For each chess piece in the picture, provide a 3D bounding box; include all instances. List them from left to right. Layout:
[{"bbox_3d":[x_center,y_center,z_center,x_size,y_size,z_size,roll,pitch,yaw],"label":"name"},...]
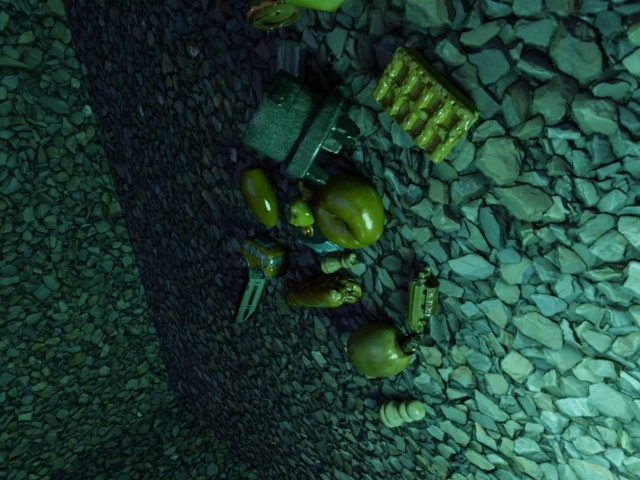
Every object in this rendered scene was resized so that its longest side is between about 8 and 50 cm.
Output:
[{"bbox_3d":[0.066,0.075,1.670,0.122,0.066,0.066,-15,100,36],"label":"chess piece"},{"bbox_3d":[0.296,0.606,1.707,0.170,0.094,0.094,-35,84,49],"label":"chess piece"}]

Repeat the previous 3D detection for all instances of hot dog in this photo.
[{"bbox_3d":[-0.002,0.178,1.753,0.348,0.158,0.117,-8,87,54],"label":"hot dog"}]

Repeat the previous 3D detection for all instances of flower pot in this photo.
[{"bbox_3d":[-0.042,-0.337,1.394,0.282,0.299,0.299,30,141,-8],"label":"flower pot"}]

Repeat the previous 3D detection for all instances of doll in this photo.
[{"bbox_3d":[-0.047,-0.122,1.641,0.143,0.135,0.221,47,137,33],"label":"doll"}]

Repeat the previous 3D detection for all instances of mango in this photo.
[{"bbox_3d":[-0.232,-0.168,1.845,0.138,0.113,0.254,-2,117,45],"label":"mango"}]

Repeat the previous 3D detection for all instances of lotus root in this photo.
[{"bbox_3d":[0.213,0.358,1.594,0.309,0.182,0.183,-21,95,51],"label":"lotus root"}]

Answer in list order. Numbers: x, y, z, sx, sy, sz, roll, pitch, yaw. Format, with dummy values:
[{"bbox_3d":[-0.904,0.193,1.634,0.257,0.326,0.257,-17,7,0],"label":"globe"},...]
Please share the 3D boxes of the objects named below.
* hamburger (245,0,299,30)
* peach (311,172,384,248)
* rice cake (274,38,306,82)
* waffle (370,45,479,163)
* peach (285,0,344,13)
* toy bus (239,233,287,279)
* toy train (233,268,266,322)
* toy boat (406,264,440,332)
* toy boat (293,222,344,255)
[{"bbox_3d":[-0.142,-0.700,1.389,0.175,0.175,0.137,-2,103,49],"label":"hamburger"},{"bbox_3d":[0.086,-0.085,1.492,0.251,0.153,0.251,31,137,34],"label":"peach"},{"bbox_3d":[-0.097,-0.516,1.538,0.127,0.043,0.237,29,132,34],"label":"rice cake"},{"bbox_3d":[0.260,-0.344,1.215,0.274,0.057,0.168,50,140,16],"label":"waffle"},{"bbox_3d":[-0.022,-0.726,1.139,0.314,0.281,0.316,38,144,21],"label":"peach"},{"bbox_3d":[-0.228,0.060,1.965,0.209,0.126,0.136,30,123,36],"label":"toy bus"},{"bbox_3d":[-0.329,0.261,2.222,0.407,0.088,0.087,116,153,-46],"label":"toy train"},{"bbox_3d":[0.311,0.184,1.458,0.087,0.068,0.226,19,125,32],"label":"toy boat"},{"bbox_3d":[0.000,0.000,1.713,0.215,0.088,0.102,18,158,42],"label":"toy boat"}]
